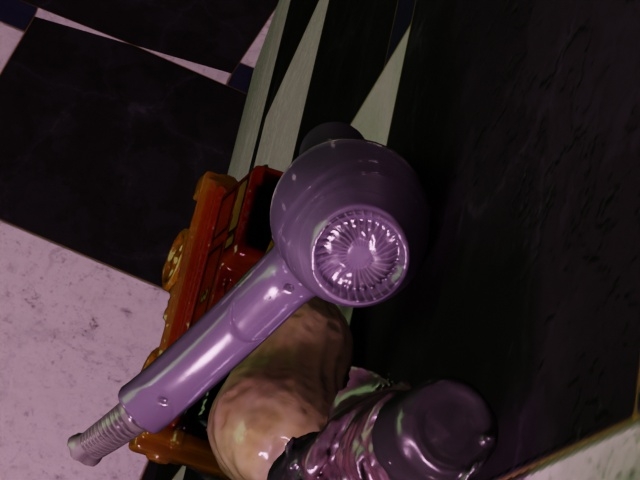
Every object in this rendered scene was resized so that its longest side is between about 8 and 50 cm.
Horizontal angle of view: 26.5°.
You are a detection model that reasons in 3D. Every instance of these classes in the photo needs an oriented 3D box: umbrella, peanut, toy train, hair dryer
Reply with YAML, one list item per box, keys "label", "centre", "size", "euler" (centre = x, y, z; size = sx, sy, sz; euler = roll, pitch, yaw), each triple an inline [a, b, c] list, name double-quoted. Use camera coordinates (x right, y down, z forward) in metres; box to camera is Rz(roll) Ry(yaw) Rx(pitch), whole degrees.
- label: "umbrella"
  centre: [0.027, 0.137, 0.803]
  size: [0.094, 0.090, 0.326]
  euler: [-54, 1, -19]
- label: "peanut"
  centre: [-0.032, 0.124, 1.137]
  size: [0.257, 0.123, 0.124]
  euler: [-88, 15, -58]
- label: "toy train"
  centre: [-0.078, 0.071, 1.440]
  size: [0.231, 0.163, 0.369]
  euler: [140, 146, -61]
- label: "hair dryer"
  centre: [-0.071, 0.047, 1.081]
  size: [0.361, 0.121, 0.301]
  euler: [-41, 14, 8]

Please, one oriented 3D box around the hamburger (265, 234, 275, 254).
- label: "hamburger"
  centre: [0.000, 0.000, 1.291]
  size: [0.141, 0.081, 0.126]
  euler: [-64, 8, -14]
